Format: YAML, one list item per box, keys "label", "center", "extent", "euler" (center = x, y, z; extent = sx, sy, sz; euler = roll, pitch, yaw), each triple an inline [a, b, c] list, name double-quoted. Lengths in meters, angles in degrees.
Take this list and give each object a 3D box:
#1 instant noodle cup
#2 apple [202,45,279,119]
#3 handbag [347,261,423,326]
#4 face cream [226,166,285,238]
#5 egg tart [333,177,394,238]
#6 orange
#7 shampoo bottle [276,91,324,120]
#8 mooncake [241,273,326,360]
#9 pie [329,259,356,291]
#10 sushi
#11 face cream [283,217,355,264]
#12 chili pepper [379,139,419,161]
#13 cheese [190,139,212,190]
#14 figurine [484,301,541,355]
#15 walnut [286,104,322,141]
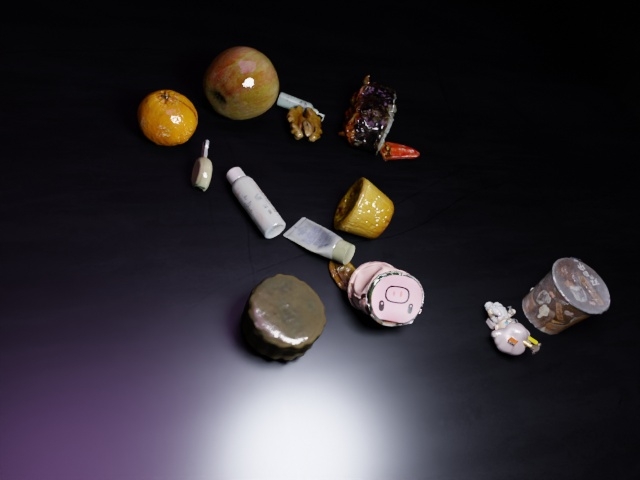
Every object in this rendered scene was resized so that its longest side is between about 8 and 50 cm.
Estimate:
- label: "instant noodle cup"
  center: [0.826, 0.201, 1.740]
  extent: [0.218, 0.207, 0.217]
  euler: [11, 51, -13]
- label: "apple"
  center: [-0.289, -0.562, 1.835]
  extent: [0.257, 0.256, 0.234]
  euler: [38, 54, 8]
- label: "handbag"
  center: [0.195, 0.160, 1.531]
  extent: [0.205, 0.116, 0.179]
  euler: [9, 92, -25]
- label: "face cream"
  center: [-0.217, -0.129, 1.649]
  extent: [0.082, 0.082, 0.269]
  euler: [-24, 65, -34]
- label: "egg tart"
  center: [0.149, -0.093, 1.709]
  extent: [0.147, 0.202, 0.202]
  euler: [30, 48, -14]
- label: "orange"
  center: [-0.507, -0.411, 1.692]
  extent: [0.194, 0.161, 0.193]
  euler: [11, 56, -16]
- label: "shampoo bottle"
  center: [-0.075, -0.533, 2.029]
  extent: [0.195, 0.056, 0.056]
  euler: [18, 50, -8]
- label: "mooncake"
  center: [-0.105, 0.216, 1.407]
  extent: [0.229, 0.124, 0.228]
  euler: [15, 50, -18]
- label: "pie"
  center: [0.079, 0.106, 1.621]
  extent: [0.088, 0.033, 0.191]
  euler: [-23, 58, -22]
- label: "sushi"
  center: [0.200, -0.513, 2.037]
  extent: [0.182, 0.196, 0.343]
  euler: [24, 49, -13]
- label: "face cream"
  center: [0.000, 0.000, 1.643]
  extent: [0.224, 0.070, 0.114]
  euler: [26, 48, 24]
- label: "chili pepper"
  center: [0.333, -0.356, 2.061]
  extent: [0.169, 0.065, 0.088]
  euler: [0, 56, -27]
- label: "cheese"
  center: [-0.386, -0.242, 1.661]
  extent: [0.048, 0.092, 0.171]
  euler: [13, 56, -32]
- label: "figurine"
  center: [0.605, 0.290, 1.651]
  extent: [0.138, 0.111, 0.228]
  euler: [8, 39, -27]
- label: "walnut"
  center: [-0.066, -0.445, 1.958]
  extent: [0.143, 0.069, 0.170]
  euler: [9, 53, -18]
